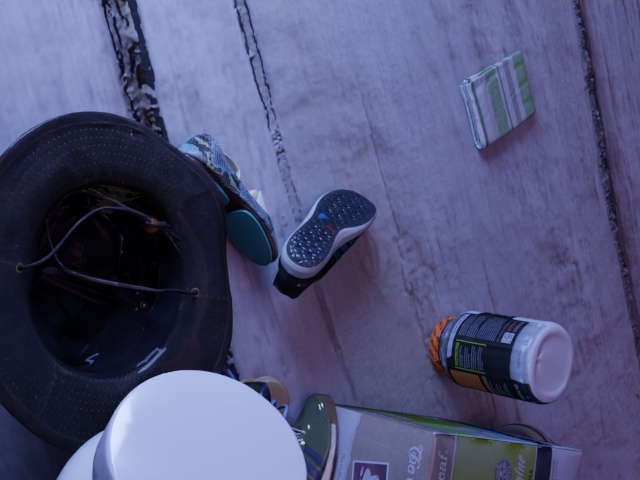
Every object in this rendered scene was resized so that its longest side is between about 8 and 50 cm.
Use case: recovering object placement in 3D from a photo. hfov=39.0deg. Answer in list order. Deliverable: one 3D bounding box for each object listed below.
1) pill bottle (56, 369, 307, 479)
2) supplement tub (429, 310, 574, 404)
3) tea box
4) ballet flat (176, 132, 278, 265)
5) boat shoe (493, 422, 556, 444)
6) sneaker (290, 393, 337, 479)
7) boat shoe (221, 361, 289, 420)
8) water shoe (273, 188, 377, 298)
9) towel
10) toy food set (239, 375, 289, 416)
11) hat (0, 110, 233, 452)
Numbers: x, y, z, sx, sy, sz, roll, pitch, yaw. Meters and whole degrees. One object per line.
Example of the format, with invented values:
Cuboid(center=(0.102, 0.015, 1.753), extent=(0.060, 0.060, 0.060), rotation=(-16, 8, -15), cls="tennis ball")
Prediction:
Cuboid(center=(-0.162, 0.296, 0.828), extent=(0.210, 0.363, 0.210), rotation=(19, 39, -16), cls="pill bottle")
Cuboid(center=(0.257, 0.164, 1.304), extent=(0.117, 0.190, 0.117), rotation=(-4, 96, -40), cls="supplement tub")
Cuboid(center=(0.151, 0.410, 1.211), extent=(0.323, 0.220, 0.329), rotation=(18, 81, -40), cls="tea box")
Cuboid(center=(-0.101, -0.052, 1.074), extent=(0.070, 0.070, 0.188), rotation=(-53, 126, -25), cls="ballet flat")
Cuboid(center=(0.314, 0.534, 1.372), extent=(0.156, 0.187, 0.500), rotation=(18, 73, -50), cls="boat shoe")
Cuboid(center=(-0.035, 0.287, 1.146), extent=(0.086, 0.064, 0.192), rotation=(15, 78, -30), cls="sneaker")
Cuboid(center=(-0.089, 0.196, 1.052), extent=(0.089, 0.109, 0.258), rotation=(-44, 113, -22), cls="boat shoe")
Cuboid(center=(0.000, 0.000, 1.166), extent=(0.073, 0.080, 0.203), rotation=(38, 40, 11), cls="water shoe")
Cuboid(center=(0.279, -0.221, 1.413), extent=(0.152, 0.023, 0.113), rotation=(-33, 116, -36), cls="towel")
Cuboid(center=(-0.074, 0.212, 1.137), extent=(0.083, 0.020, 0.082), rotation=(-2, 95, -41), cls="toy food set")
Cuboid(center=(-0.241, 0.043, 0.917), extent=(0.331, 0.134, 0.331), rotation=(6, 82, -45), cls="hat")
